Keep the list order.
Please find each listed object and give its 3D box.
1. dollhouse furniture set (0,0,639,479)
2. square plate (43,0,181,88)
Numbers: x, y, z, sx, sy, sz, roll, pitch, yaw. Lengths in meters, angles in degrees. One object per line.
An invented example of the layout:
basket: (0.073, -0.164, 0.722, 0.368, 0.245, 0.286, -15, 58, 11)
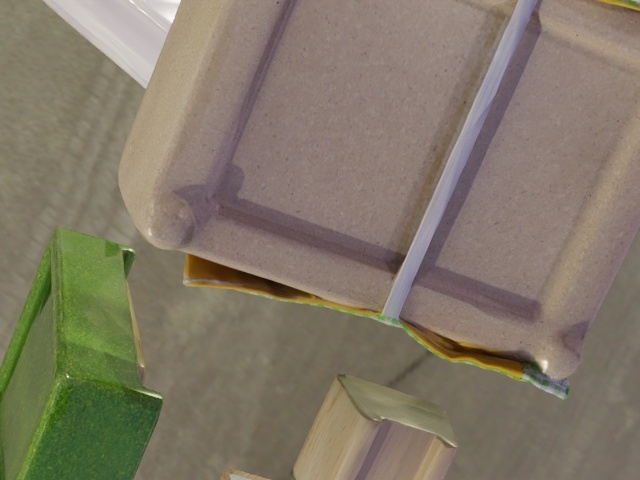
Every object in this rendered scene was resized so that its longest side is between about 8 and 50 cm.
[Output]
dollhouse furniture set: (0.000, 0.000, 0.558, 0.198, 0.151, 0.301, 19, 105, -18)
square plate: (-0.054, -0.250, 1.348, 0.347, 0.344, 0.049, -41, 163, -32)
